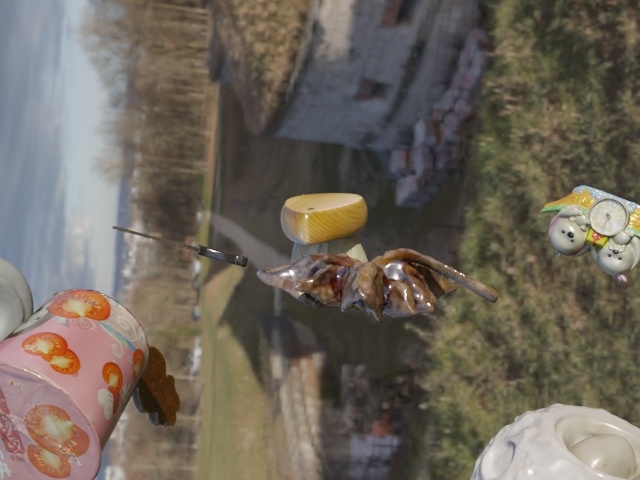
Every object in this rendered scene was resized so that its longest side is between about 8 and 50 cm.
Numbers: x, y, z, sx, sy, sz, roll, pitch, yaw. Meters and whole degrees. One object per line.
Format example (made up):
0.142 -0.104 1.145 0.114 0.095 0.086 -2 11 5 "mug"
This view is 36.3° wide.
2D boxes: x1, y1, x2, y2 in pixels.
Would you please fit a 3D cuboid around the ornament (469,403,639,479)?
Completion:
0.384 0.425 1.481 0.337 0.336 0.337 -175 90 -78 "ornament"

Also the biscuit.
-0.301 0.268 1.758 0.124 0.026 0.175 -78 -25 -44 "biscuit"

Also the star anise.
0.084 0.066 1.564 0.349 0.292 0.109 9 104 46 "star anise"

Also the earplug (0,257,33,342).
-0.587 0.153 1.620 0.175 0.214 0.326 43 144 21 "earplug"

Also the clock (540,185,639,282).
0.520 -0.016 1.820 0.144 0.230 0.103 -67 -22 3 "clock"

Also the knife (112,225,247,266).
-0.244 0.010 1.707 0.072 0.245 0.019 -155 80 -80 "knife"

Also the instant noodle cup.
-0.384 0.213 1.439 0.231 0.242 0.243 -61 -13 -56 "instant noodle cup"

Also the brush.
0.000 0.000 1.959 0.266 0.174 0.166 -31 -59 -72 "brush"
